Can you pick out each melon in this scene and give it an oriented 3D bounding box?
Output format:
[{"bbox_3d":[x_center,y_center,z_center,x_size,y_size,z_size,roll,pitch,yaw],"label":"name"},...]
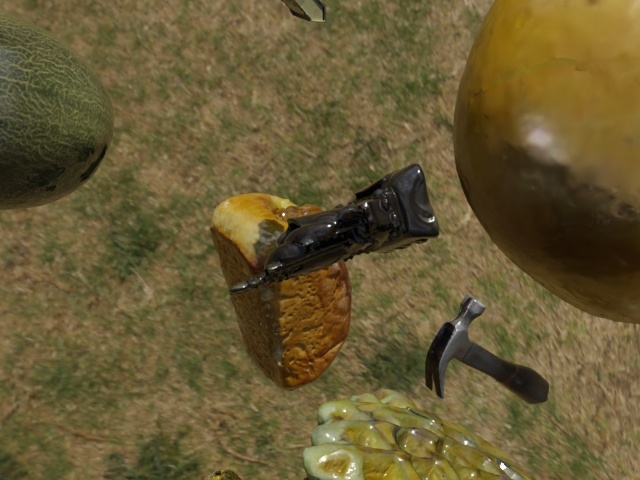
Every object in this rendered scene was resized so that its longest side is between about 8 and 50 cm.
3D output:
[{"bbox_3d":[-0.396,-0.157,1.173,0.237,0.301,0.237,-20,64,46],"label":"melon"}]

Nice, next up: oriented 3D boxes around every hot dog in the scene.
[{"bbox_3d":[-0.052,0.078,1.823,0.223,0.405,0.185,-31,40,-24],"label":"hot dog"}]

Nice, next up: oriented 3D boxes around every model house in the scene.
[{"bbox_3d":[-0.021,-0.337,1.348,0.057,0.058,0.083,-50,34,-4],"label":"model house"}]

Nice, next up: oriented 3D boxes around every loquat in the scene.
[{"bbox_3d":[0.276,-0.099,0.737,0.328,0.359,0.328,-1,93,-18],"label":"loquat"}]

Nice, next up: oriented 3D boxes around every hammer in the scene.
[{"bbox_3d":[0.246,0.185,1.375,0.137,0.290,0.037,-55,45,2],"label":"hammer"}]

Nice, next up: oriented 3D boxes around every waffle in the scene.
[{"bbox_3d":[0.091,0.181,0.689,0.223,0.204,0.054,34,110,14],"label":"waffle"}]

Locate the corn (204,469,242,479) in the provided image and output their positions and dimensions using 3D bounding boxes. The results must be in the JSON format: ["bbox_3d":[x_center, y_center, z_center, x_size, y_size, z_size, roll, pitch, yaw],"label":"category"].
[{"bbox_3d":[-0.125,0.488,1.608,0.080,0.080,0.231,-30,84,8],"label":"corn"}]

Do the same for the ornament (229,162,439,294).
[{"bbox_3d":[0.000,0.000,1.295,0.260,0.251,0.106,-20,87,-20],"label":"ornament"}]
